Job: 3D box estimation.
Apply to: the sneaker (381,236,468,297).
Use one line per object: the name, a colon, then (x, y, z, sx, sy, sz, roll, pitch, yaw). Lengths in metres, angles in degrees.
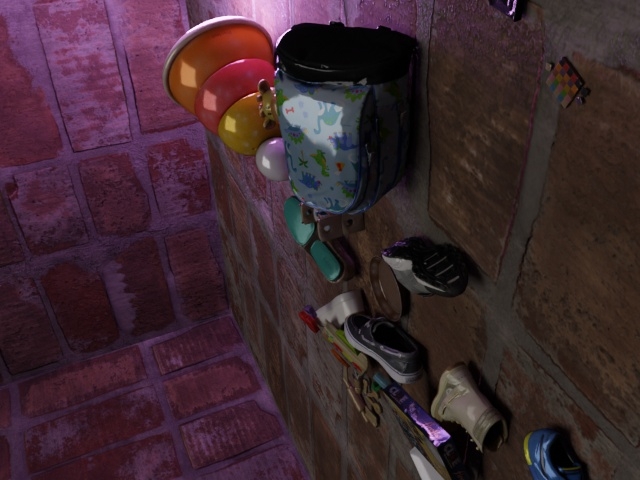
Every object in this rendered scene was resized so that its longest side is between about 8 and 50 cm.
sneaker: (0.223, 0.068, 1.340, 0.108, 0.100, 0.271, 64, 169, -18)

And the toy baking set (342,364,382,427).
toy baking set: (0.128, 0.454, 2.057, 0.256, 0.030, 0.197, 59, 152, 23)

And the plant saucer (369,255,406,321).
plant saucer: (0.169, 0.115, 1.626, 0.168, 0.029, 0.168, 164, 90, -71)

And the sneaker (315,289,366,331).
sneaker: (0.058, 0.242, 1.943, 0.290, 0.105, 0.123, 126, 128, -66)

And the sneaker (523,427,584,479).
sneaker: (0.410, 0.419, 1.105, 0.209, 0.069, 0.082, 71, 158, 8)

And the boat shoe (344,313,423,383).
boat shoe: (0.152, 0.242, 1.665, 0.301, 0.108, 0.102, 40, 143, 56)

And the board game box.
board game box: (0.241, 0.447, 1.509, 0.165, 0.042, 0.243, 64, 168, -27)

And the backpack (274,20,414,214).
backpack: (0.047, -0.228, 1.351, 0.290, 0.273, 0.356, 18, 146, 28)

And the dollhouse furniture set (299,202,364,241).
dollhouse furniture set: (0.022, -0.116, 1.699, 0.129, 0.129, 0.184, -135, 33, -56)

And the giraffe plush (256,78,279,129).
giraffe plush: (-0.073, -0.362, 1.700, 0.210, 0.170, 0.181, -171, 66, -71)

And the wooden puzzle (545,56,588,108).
wooden puzzle: (0.329, -0.212, 0.889, 0.049, 0.006, 0.083, 107, 143, -60)

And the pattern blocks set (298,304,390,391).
pattern blocks set: (0.069, 0.308, 1.900, 0.325, 0.026, 0.285, 47, 164, 3)

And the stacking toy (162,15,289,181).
stacking toy: (-0.211, -0.357, 1.875, 0.480, 0.350, 0.351, 61, 159, 23)

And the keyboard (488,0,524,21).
keyboard: (0.270, -0.392, 0.888, 0.108, 0.023, 0.180, -117, 19, -49)

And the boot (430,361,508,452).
boot: (0.308, 0.375, 1.366, 0.165, 0.077, 0.213, 53, 153, 42)

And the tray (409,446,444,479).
tray: (0.295, 0.556, 1.633, 0.270, 0.030, 0.145, 105, 145, -59)

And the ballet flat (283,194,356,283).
ballet flat: (0.000, 0.000, 1.899, 0.107, 0.106, 0.316, -47, 59, 29)
